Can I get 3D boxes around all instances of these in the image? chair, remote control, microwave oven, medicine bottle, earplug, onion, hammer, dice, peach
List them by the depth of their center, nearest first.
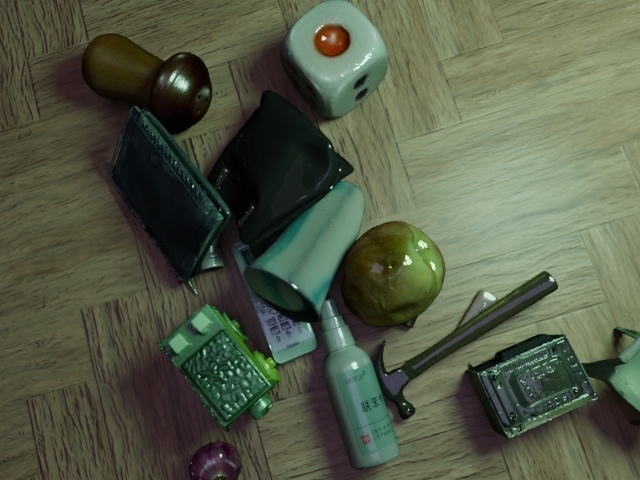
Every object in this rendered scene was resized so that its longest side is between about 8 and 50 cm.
[{"bbox_3d":[0.665,0.251,1.076,0.203,0.275,0.190,43,85,7],"label":"chair"},{"bbox_3d":[0.438,0.300,1.154,0.205,0.129,0.163,-24,81,-2],"label":"microwave oven"},{"bbox_3d":[0.139,0.079,1.172,0.214,0.214,0.235,49,117,10],"label":"peach"},{"bbox_3d":[-0.227,0.485,1.185,0.115,0.115,0.104,-48,36,-5],"label":"onion"},{"bbox_3d":[0.065,0.298,1.186,0.110,0.110,0.352,-18,79,0],"label":"medicine bottle"},{"bbox_3d":[0.317,0.206,1.198,0.440,0.044,0.168,-33,83,4],"label":"hammer"},{"bbox_3d":[0.000,0.000,1.207,0.185,0.185,0.324,31,64,8],"label":"earplug"},{"bbox_3d":[-0.106,0.128,1.257,0.103,0.051,0.293,-21,77,-9],"label":"remote control"},{"bbox_3d":[0.031,-0.414,1.271,0.194,0.192,0.193,-41,79,-5],"label":"dice"},{"bbox_3d":[-0.260,0.023,1.280,0.058,0.058,0.091,-14,80,1],"label":"medicine bottle"}]

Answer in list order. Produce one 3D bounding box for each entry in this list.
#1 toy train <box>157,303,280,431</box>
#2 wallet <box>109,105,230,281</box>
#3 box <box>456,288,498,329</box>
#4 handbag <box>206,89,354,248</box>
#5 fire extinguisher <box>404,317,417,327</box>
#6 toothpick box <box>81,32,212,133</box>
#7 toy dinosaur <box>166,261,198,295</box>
[{"bbox_3d":[-0.204,0.262,1.170,0.159,0.188,0.272,-40,78,-5],"label":"toy train"},{"bbox_3d":[-0.345,-0.102,1.241,0.342,0.075,0.237,49,128,16],"label":"wallet"},{"bbox_3d":[0.351,0.166,1.234,0.048,0.025,0.115,33,84,7],"label":"box"},{"bbox_3d":[-0.112,-0.148,1.224,0.288,0.152,0.342,-44,46,4],"label":"handbag"},{"bbox_3d":[0.223,0.112,1.252,0.049,0.035,0.173,19,80,45],"label":"fire extinguisher"},{"bbox_3d":[-0.401,-0.373,1.297,0.294,0.192,0.192,24,82,12],"label":"toothpick box"},{"bbox_3d":[-0.314,0.074,1.293,0.060,0.029,0.120,-34,80,-14],"label":"toy dinosaur"}]
